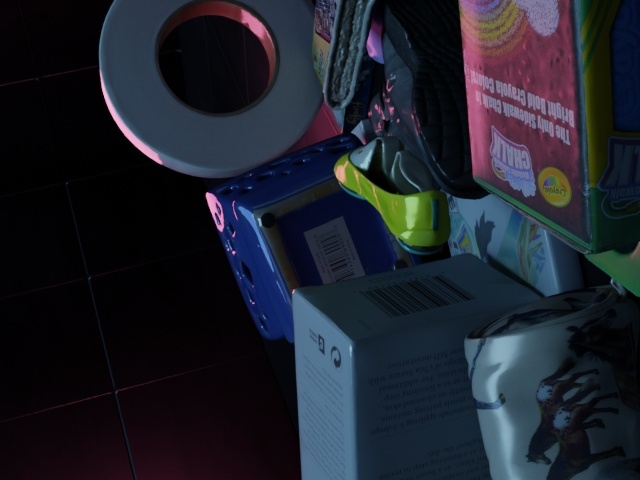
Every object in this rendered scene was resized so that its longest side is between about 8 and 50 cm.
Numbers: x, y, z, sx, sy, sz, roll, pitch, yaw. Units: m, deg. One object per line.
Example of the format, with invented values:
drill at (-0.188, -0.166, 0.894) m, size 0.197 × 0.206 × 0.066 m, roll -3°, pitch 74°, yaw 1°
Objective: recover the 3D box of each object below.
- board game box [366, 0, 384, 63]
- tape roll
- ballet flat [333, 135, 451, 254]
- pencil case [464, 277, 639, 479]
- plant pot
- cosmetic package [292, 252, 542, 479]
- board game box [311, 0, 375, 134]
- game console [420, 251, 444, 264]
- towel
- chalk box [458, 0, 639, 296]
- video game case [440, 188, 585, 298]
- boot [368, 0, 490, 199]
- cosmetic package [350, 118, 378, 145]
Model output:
board game box at (0.090, -0.320, 1.374) m, size 0.133 × 0.033 × 0.169 m, roll 158°, pitch 98°, yaw -68°
tape roll at (-0.175, -0.298, 1.756) m, size 0.072 × 0.392 × 0.392 m, roll 137°, pitch 118°, yaw -76°
ballet flat at (0.077, -0.066, 1.102) m, size 0.231 × 0.077 × 0.077 m, roll -127°, pitch 34°, yaw -58°
pencil case at (0.257, 0.240, 0.956) m, size 0.160 × 0.183 × 0.410 m, roll -1°, pitch -104°, yaw -73°
plant pot at (0.000, 0.000, 1.399) m, size 0.212 × 0.236 × 0.236 m, roll -159°, pitch 47°, yaw -77°
cosmetic package at (0.108, 0.264, 1.171) m, size 0.161 × 0.230 × 0.453 m, roll -143°, pitch 47°, yaw -60°
board game box at (0.035, -0.304, 1.613) m, size 0.243 × 0.042 × 0.165 m, roll 96°, pitch 156°, yaw -58°
game console at (0.165, 0.178, 1.505) m, size 0.361 × 0.044 × 0.213 m, roll 87°, pitch 174°, yaw -52°
towel at (0.053, -0.318, 1.255) m, size 0.282 × 0.049 × 0.187 m, roll 101°, pitch -178°, yaw -49°
chalk box at (0.213, -0.109, 0.717) m, size 0.180 × 0.179 × 0.289 m, roll -131°, pitch 28°, yaw -63°
video game case at (0.228, 0.088, 1.195) m, size 0.300 × 0.036 × 0.329 m, roll -169°, pitch 67°, yaw -77°
boot at (0.136, -0.121, 1.201) m, size 0.223 × 0.118 × 0.338 m, roll 95°, pitch 170°, yaw -48°
cosmetic package at (0.072, -0.117, 1.610) m, size 0.239 × 0.060 × 0.099 m, roll 142°, pitch 115°, yaw -77°
